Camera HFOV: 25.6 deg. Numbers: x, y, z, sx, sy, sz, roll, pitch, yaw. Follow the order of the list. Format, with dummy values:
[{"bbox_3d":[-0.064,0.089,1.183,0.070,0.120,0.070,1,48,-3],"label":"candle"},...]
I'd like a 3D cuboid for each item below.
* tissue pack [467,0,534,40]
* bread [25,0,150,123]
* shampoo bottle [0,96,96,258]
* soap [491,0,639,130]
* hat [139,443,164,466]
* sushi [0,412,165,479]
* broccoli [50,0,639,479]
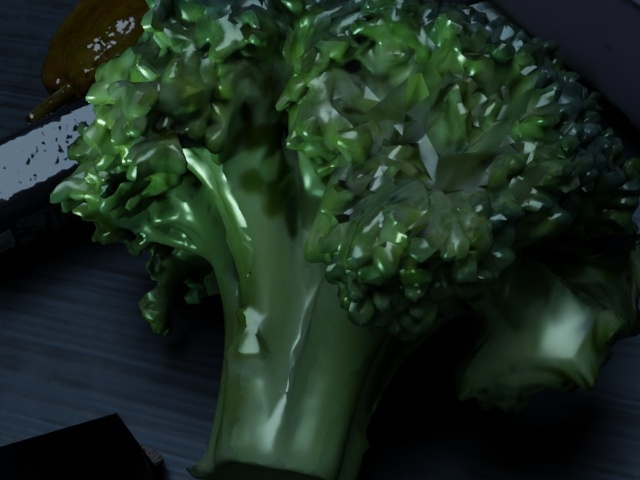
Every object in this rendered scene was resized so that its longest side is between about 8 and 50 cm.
[{"bbox_3d":[0.135,-0.144,1.056,0.062,0.042,0.083,-15,43,-5],"label":"tissue pack"},{"bbox_3d":[-0.120,-0.191,1.139,0.124,0.084,0.344,0,40,46],"label":"bread"},{"bbox_3d":[-0.128,-0.078,1.009,0.309,0.098,0.071,-27,77,-15],"label":"shampoo bottle"},{"bbox_3d":[0.271,-0.220,1.031,0.285,0.107,0.296,-22,46,-20],"label":"soap"},{"bbox_3d":[-0.133,0.145,0.833,0.058,0.042,0.087,18,18,30],"label":"hat"},{"bbox_3d":[-0.155,0.231,0.603,0.212,0.215,0.227,-32,80,17],"label":"sushi"},{"bbox_3d":[0.015,-0.020,0.807,0.338,0.277,0.317,-18,63,7],"label":"broccoli"}]
